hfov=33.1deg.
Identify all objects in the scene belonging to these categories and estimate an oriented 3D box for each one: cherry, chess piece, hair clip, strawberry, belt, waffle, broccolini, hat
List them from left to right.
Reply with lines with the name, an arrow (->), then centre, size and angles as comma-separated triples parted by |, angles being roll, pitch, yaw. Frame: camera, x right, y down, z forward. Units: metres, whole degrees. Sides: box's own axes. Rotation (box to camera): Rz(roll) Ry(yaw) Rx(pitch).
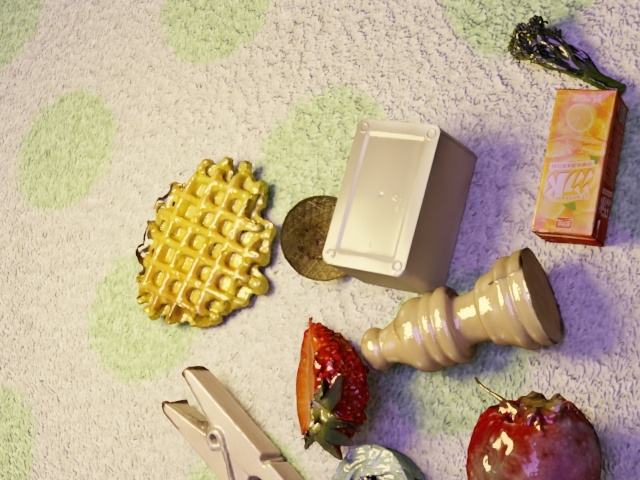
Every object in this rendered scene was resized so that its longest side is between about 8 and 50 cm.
waffle -> -0.213, 0.003, 1.941 | 0.307, 0.060, 0.311 | -13, 69, 26
hair clip -> -0.131, 0.347, 1.767 | 0.331, 0.085, 0.101 | 42, 101, 27
hat -> 0.000, 0.000, 1.812 | 0.146, 0.067, 0.145 | 1, 83, -9
strawberry -> 0.017, 0.227, 1.701 | 0.228, 0.098, 0.174 | -109, 28, -67
belt -> 0.091, 0.403, 1.614 | 0.151, 0.078, 0.198 | -19, 64, 28
chess piece -> 0.197, 0.132, 1.620 | 0.307, 0.124, 0.138 | -24, 96, 28
cherry -> 0.282, 0.326, 1.460 | 0.192, 0.175, 0.249 | 7, 80, 43
broccolini -> 0.377, -0.270, 1.667 | 0.202, 0.091, 0.068 | 45, 144, 22

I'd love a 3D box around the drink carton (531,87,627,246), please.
drink carton -> 0.386, -0.108, 1.593 | 0.096, 0.071, 0.222 | 7, 79, 32

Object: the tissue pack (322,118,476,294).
tissue pack -> 0.125, -0.054, 1.700 | 0.160, 0.136, 0.246 | 11, 81, 34
